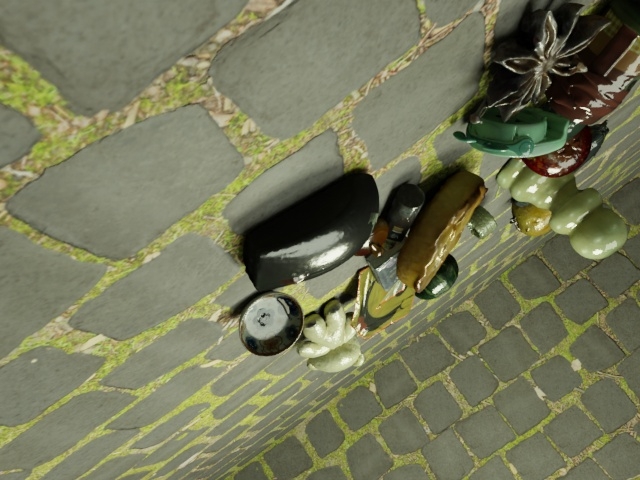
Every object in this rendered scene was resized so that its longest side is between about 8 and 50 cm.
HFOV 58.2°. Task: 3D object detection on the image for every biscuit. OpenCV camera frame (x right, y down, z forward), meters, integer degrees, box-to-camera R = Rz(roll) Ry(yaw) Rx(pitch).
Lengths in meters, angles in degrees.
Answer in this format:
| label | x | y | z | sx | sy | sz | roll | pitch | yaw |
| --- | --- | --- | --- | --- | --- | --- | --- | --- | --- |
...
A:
| label | x | y | z | sx | sy | sz | roll | pitch | yaw |
| --- | --- | --- | --- | --- | --- | --- | --- | --- | --- |
| biscuit | 0.263 | -0.025 | 1.290 | 0.296 | 0.102 | 0.296 | -51 | 162 | -23 |

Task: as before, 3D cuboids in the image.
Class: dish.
| label | x | y | z | sx | sy | sz | roll | pitch | yaw |
| --- | --- | --- | --- | --- | --- | --- | --- | --- | --- |
| dish | -0.112 | 0.159 | 1.187 | 0.141 | 0.078 | 0.141 | -9 | 111 | -24 |

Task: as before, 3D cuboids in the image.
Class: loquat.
| label | x | y | z | sx | sy | sz | roll | pitch | yaw |
| --- | --- | --- | --- | --- | --- | --- | --- | --- | --- |
| loquat | 0.695 | -0.103 | 1.831 | 0.204 | 0.149 | 0.172 | -44 | 162 | -4 |

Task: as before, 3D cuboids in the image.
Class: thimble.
| label | x | y | z | sx | sy | sz | roll | pitch | yaw |
| --- | --- | --- | --- | --- | --- | --- | --- | --- | --- |
| thimble | 0.457 | -0.049 | 1.644 | 0.062 | 0.084 | 0.110 | -38 | 158 | 3 |

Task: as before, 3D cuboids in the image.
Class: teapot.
| label | x | y | z | sx | sy | sz | roll | pitch | yaw |
| --- | --- | --- | --- | --- | --- | --- | --- | --- | --- |
| teapot | 0.102 | 0.002 | 1.168 | 0.098 | 0.078 | 0.129 | -38 | 161 | 4 |

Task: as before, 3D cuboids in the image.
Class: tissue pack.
| label | x | y | z | sx | sy | sz | roll | pitch | yaw |
| --- | --- | --- | --- | --- | --- | --- | --- | --- | --- |
| tissue pack | 0.179 | 0.053 | 1.432 | 0.112 | 0.051 | 0.156 | -39 | 152 | -4 |

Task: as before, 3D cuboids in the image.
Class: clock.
| label | x | y | z | sx | sy | sz | roll | pitch | yaw |
| --- | --- | --- | --- | --- | --- | --- | --- | --- | --- |
| clock | 0.338 | -0.195 | 1.031 | 0.188 | 0.148 | 0.060 | -20 | 124 | -33 |

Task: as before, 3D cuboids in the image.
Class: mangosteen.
| label | x | y | z | sx | sy | sz | roll | pitch | yaw |
| --- | --- | --- | --- | --- | --- | --- | --- | --- | --- |
| mangosteen | 0.506 | -0.225 | 1.265 | 0.181 | 0.155 | 0.146 | -80 | -172 | -58 |

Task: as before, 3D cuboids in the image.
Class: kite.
| label | x | y | z | sx | sy | sz | roll | pitch | yaw |
| --- | --- | --- | --- | --- | --- | --- | --- | --- | --- |
| kite | 0.198 | 0.128 | 1.590 | 0.328 | 0.013 | 0.377 | -52 | 143 | -4 |

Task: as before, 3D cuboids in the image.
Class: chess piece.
| label | x | y | z | sx | sy | sz | roll | pitch | yaw |
| --- | --- | --- | --- | --- | --- | --- | --- | --- | --- |
| chess piece | 0.623 | -0.094 | 1.457 | 0.182 | 0.330 | 0.182 | -33 | 161 | -13 |

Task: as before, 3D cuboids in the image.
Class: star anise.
| label | x | y | z | sx | sy | sz | roll | pitch | yaw |
| --- | --- | --- | --- | --- | --- | --- | --- | --- | --- |
| star anise | 0.331 | -0.278 | 0.914 | 0.262 | 0.081 | 0.230 | -35 | 159 | 2 |

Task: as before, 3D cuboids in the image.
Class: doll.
| label | x | y | z | sx | sy | sz | roll | pitch | yaw |
| --- | --- | --- | --- | --- | --- | --- | --- | --- | --- |
| doll | 0.024 | 0.257 | 1.602 | 0.175 | 0.149 | 0.278 | -5 | 141 | 6 |

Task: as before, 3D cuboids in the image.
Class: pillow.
| label | x | y | z | sx | sy | sz | roll | pitch | yaw |
| --- | --- | --- | --- | --- | --- | --- | --- | --- | --- |
| pillow | 0.678 | -0.211 | 1.639 | 0.161 | 0.093 | 0.335 | -20 | 156 | -48 |

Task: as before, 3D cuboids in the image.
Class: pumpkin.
| label | x | y | z | sx | sy | sz | roll | pitch | yaw |
| --- | --- | --- | --- | --- | --- | --- | --- | --- | --- |
| pumpkin | 0.343 | 0.105 | 1.745 | 0.167 | 0.125 | 0.167 | -27 | 179 | -1 |

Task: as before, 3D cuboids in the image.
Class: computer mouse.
| label | x | y | z | sx | sy | sz | roll | pitch | yaw |
| --- | --- | --- | --- | --- | --- | --- | --- | --- | --- |
| computer mouse | 0.000 | 0.000 | 0.964 | 0.269 | 0.100 | 0.170 | -31 | 158 | -15 |

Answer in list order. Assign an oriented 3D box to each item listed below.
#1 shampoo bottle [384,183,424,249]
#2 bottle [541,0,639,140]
| label | x | y | z | sx | sy | sz | roll | pitch | yaw |
| --- | --- | --- | --- | --- | --- | --- | --- | --- | --- |
| shampoo bottle | 0.165 | -0.043 | 1.208 | 0.064 | 0.057 | 0.208 | -60 | 173 | -27 |
| bottle | 0.517 | -0.309 | 1.075 | 0.156 | 0.143 | 0.271 | 5 | 139 | -25 |
